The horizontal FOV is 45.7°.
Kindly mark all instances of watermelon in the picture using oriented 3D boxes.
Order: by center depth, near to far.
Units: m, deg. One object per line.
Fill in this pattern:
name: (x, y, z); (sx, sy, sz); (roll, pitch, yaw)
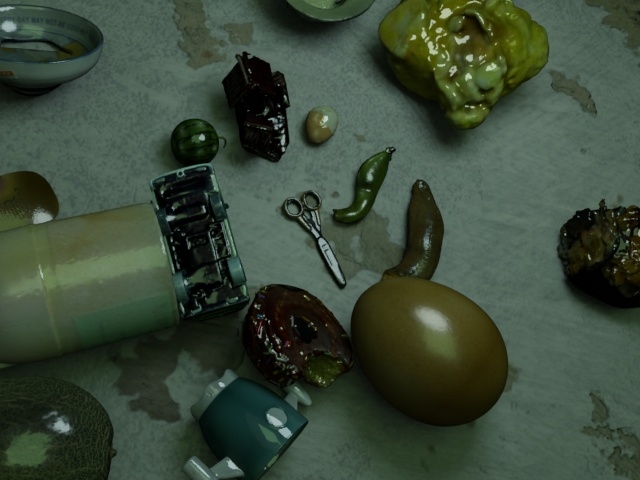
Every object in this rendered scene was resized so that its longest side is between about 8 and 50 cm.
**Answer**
watermelon: (-0.250, -0.200, 1.538); (0.109, 0.109, 0.109); (5, 71, -13)

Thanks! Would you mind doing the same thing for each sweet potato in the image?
sweet potato: (0.203, -0.004, 1.599); (0.112, 0.085, 0.285); (16, 68, -4)

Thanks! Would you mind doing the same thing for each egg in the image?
egg: (0.202, 0.205, 1.437); (0.322, 0.250, 0.250); (41, 67, -2)
egg: (0.001, -0.249, 1.636); (0.071, 0.071, 0.083); (17, 72, -9)

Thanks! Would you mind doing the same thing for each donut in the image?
donut: (-0.054, 0.186, 1.421); (0.216, 0.096, 0.230); (52, 32, 17)

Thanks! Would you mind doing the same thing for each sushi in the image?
sushi: (0.651, 0.031, 1.646); (0.204, 0.200, 0.213); (10, 69, -15)

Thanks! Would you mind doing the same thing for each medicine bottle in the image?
medicine bottle: (-0.468, 0.085, 1.309); (0.406, 0.236, 0.235); (-13, 76, -16)

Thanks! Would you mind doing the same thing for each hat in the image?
hat: (-0.004, -0.568, 1.708); (0.257, 0.130, 0.257); (5, 70, -13)

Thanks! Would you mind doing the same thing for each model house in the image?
model house: (-0.119, -0.276, 1.565); (0.141, 0.164, 0.203); (-12, 78, -13)

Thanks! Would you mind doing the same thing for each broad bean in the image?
broad bean: (0.101, -0.119, 1.630); (0.070, 0.048, 0.213); (35, 70, -2)

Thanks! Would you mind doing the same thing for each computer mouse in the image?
computer mouse: (-0.614, -0.044, 1.415); (0.245, 0.056, 0.126); (-26, 80, -20)

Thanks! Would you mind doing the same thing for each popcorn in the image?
popcorn: (0.305, -0.424, 1.698); (0.334, 0.293, 0.292); (41, 105, 31)

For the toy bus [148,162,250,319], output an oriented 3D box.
toy bus: (-0.224, 0.012, 1.439); (0.134, 0.164, 0.276); (-15, 75, -4)

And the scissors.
scissors: (0.000, 0.000, 1.581); (0.088, 0.017, 0.220); (-23, 79, -24)

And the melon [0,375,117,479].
melon: (-0.495, 0.342, 1.215); (0.329, 0.248, 0.248); (1, 72, -7)

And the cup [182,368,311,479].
cup: (-0.137, 0.328, 1.363); (0.173, 0.167, 0.300); (40, 40, 12)

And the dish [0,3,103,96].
dish: (-0.570, -0.351, 1.492); (0.273, 0.134, 0.273); (9, 37, -7)
